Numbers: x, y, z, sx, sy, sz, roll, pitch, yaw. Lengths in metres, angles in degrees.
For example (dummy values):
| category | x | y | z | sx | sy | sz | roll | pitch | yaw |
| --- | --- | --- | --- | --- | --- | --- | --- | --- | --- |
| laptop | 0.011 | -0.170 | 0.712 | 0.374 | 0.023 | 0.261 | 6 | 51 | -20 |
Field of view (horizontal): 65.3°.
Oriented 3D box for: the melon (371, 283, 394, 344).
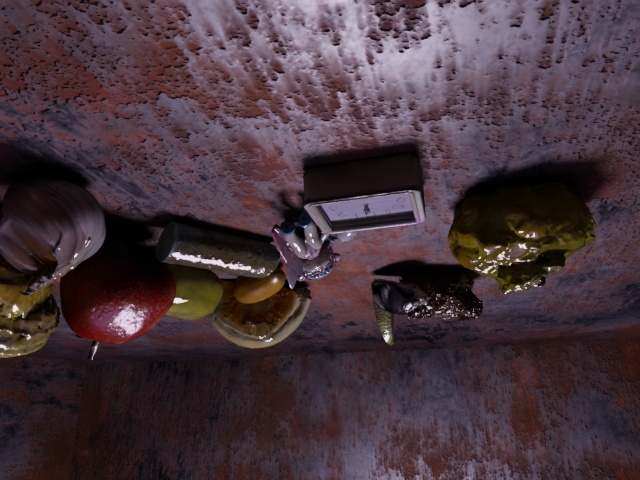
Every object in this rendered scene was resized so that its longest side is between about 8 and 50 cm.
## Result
| category | x | y | z | sx | sy | sz | roll | pitch | yaw |
| --- | --- | --- | --- | --- | --- | --- | --- | --- | --- |
| melon | 0.198 | 0.218 | 1.507 | 0.054 | 0.182 | 0.098 | -11 | 153 | 26 |

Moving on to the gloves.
| category | x | y | z | sx | sy | sz | roll | pitch | yaw |
| --- | --- | --- | --- | --- | --- | --- | --- | --- | --- |
| gloves | 0.313 | 0.155 | 1.401 | 0.313 | 0.135 | 0.210 | 12 | 157 | -31 |

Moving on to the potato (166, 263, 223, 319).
| category | x | y | z | sx | sy | sz | roll | pitch | yaw |
| --- | --- | --- | --- | --- | --- | --- | --- | --- | --- |
| potato | -0.356 | 0.125 | 1.273 | 0.229 | 0.148 | 0.197 | 16 | 141 | -41 |

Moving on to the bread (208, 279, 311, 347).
| category | x | y | z | sx | sy | sz | roll | pitch | yaw |
| --- | --- | --- | --- | --- | --- | --- | --- | --- | --- |
| bread | -0.184 | 0.228 | 1.496 | 0.315 | 0.191 | 0.171 | 1 | 158 | -5 |

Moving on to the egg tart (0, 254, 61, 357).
| category | x | y | z | sx | sy | sz | roll | pitch | yaw |
| --- | --- | --- | --- | --- | --- | --- | --- | --- | --- |
| egg tart | -0.626 | 0.057 | 0.930 | 0.150 | 0.352 | 0.352 | -44 | 150 | 4 |

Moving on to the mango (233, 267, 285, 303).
| category | x | y | z | sx | sy | sz | roll | pitch | yaw |
| --- | --- | --- | --- | --- | --- | --- | --- | --- | --- |
| mango | -0.162 | 0.115 | 1.354 | 0.184 | 0.084 | 0.102 | -29 | 143 | 34 |

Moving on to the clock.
| category | x | y | z | sx | sy | sz | roll | pitch | yaw |
| --- | --- | --- | --- | --- | --- | --- | --- | --- | --- |
| clock | 0.080 | -0.075 | 0.862 | 0.192 | 0.071 | 0.147 | -6 | 159 | 13 |

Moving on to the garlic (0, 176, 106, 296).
| category | x | y | z | sx | sy | sz | roll | pitch | yaw |
| --- | --- | --- | --- | --- | --- | --- | --- | --- | --- |
| garlic | -0.500 | -0.002 | 0.861 | 0.257 | 0.206 | 0.207 | -1 | 160 | 13 |

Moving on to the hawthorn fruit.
| category | x | y | z | sx | sy | sz | roll | pitch | yaw |
| --- | --- | --- | --- | --- | --- | --- | --- | --- | --- |
| hawthorn fruit | -0.431 | 0.128 | 1.039 | 0.211 | 0.265 | 0.230 | 18 | 177 | 24 |

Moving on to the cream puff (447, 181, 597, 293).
| category | x | y | z | sx | sy | sz | roll | pitch | yaw |
| --- | --- | --- | --- | --- | --- | --- | --- | --- | --- |
| cream puff | 0.382 | 0.011 | 0.950 | 0.282 | 0.184 | 0.281 | 3 | 160 | 1 |

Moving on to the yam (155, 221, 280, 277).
| category | x | y | z | sx | sy | sz | roll | pitch | yaw |
| --- | --- | --- | --- | --- | --- | --- | --- | --- | --- |
| yam | -0.218 | 0.026 | 1.097 | 0.260 | 0.093 | 0.093 | 14 | 155 | -34 |

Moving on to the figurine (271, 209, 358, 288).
| category | x | y | z | sx | sy | sz | roll | pitch | yaw |
| --- | --- | --- | --- | --- | --- | --- | --- | --- | --- |
| figurine | -0.012 | -0.006 | 1.041 | 0.205 | 0.102 | 0.260 | -37 | 156 | -5 |
